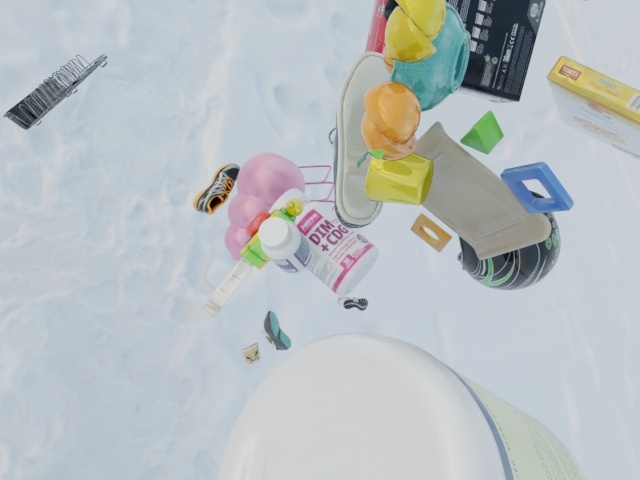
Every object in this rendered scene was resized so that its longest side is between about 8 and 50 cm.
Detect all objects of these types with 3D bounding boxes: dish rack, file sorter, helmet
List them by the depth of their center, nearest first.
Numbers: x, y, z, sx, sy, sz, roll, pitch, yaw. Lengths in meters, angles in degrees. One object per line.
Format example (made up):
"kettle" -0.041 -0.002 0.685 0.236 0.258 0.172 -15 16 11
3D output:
"helmet" 0.318 0.007 0.890 0.169 0.169 0.162 -45 133 -47
"dish rack" -0.688 -0.407 1.374 0.074 0.271 0.208 48 37 -28
"file sorter" -0.040 -0.110 1.879 0.202 0.182 0.291 -69 155 -62

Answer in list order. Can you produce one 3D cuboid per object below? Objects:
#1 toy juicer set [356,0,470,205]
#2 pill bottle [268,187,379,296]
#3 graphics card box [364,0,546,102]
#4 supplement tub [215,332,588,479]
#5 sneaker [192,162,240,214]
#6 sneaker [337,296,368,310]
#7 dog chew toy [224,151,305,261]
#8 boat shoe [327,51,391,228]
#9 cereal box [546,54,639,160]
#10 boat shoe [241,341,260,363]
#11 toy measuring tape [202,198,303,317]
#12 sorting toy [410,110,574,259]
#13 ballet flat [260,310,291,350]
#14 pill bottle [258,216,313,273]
"toy juicer set" 0.102 -0.212 0.541 0.329 0.089 0.209 -69 158 -7
"pill bottle" 0.000 0.000 1.364 0.283 0.160 0.160 39 40 14
"graphics card box" 0.292 -0.458 1.151 0.370 0.094 0.233 9 99 -13
"supplement tub" 0.097 0.236 0.448 0.325 0.235 0.236 35 49 -40
"sneaker" -0.341 -0.173 1.790 0.215 0.083 0.084 -54 143 -9
"sneaker" 0.096 0.182 1.538 0.109 0.043 0.040 13 92 -39
"dog chew toy" -0.179 -0.090 1.555 0.206 0.206 0.332 27 82 -35
"boat shoe" 0.062 -0.143 0.760 0.095 0.079 0.255 3 84 -10
"cereal box" 0.484 -0.214 0.881 0.173 0.047 0.240 40 14 29
"boat shoe" -0.221 0.372 1.696 0.063 0.170 0.059 -24 78 -12
"toy measuring tape" -0.147 0.037 1.160 0.121 0.121 0.330 42 84 -25
"sorting toy" 0.199 -0.066 0.711 0.196 0.347 0.047 43 74 -1
"ballet flat" -0.164 0.313 1.776 0.203 0.074 0.074 66 32 -43
"pill bottle" -0.058 0.007 0.851 0.120 0.067 0.067 55 28 -65
